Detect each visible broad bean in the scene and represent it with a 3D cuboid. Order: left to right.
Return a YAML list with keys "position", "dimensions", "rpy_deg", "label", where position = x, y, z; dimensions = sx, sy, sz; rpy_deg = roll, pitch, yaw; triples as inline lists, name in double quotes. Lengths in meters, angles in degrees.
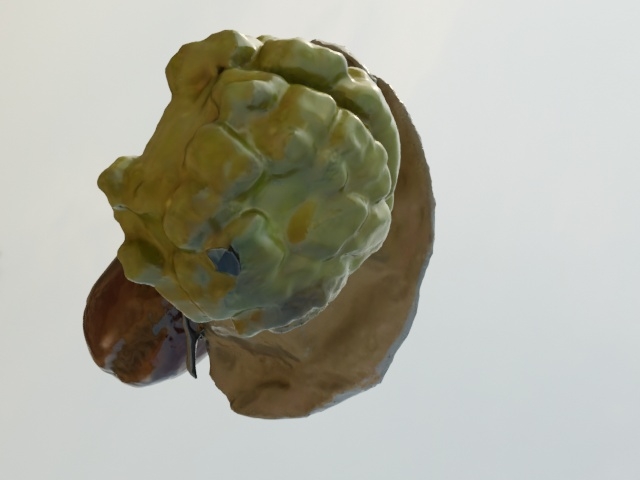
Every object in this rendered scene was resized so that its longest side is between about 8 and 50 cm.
- position: [-0.116, 0.026, 1.341]
  dimensions: [0.228, 0.122, 0.156]
  rpy_deg: [-55, -175, -36]
  label: "broad bean"

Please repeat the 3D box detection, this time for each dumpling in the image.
- position: [0.000, -0.002, 1.172]
  dimensions: [0.163, 0.204, 0.293]
  rpy_deg: [-15, 118, -73]
  label: "dumpling"

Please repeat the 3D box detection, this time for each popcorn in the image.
- position: [-0.037, -0.030, 0.843]
  dimensions: [0.142, 0.173, 0.173]
  rpy_deg: [54, -47, 29]
  label: "popcorn"
